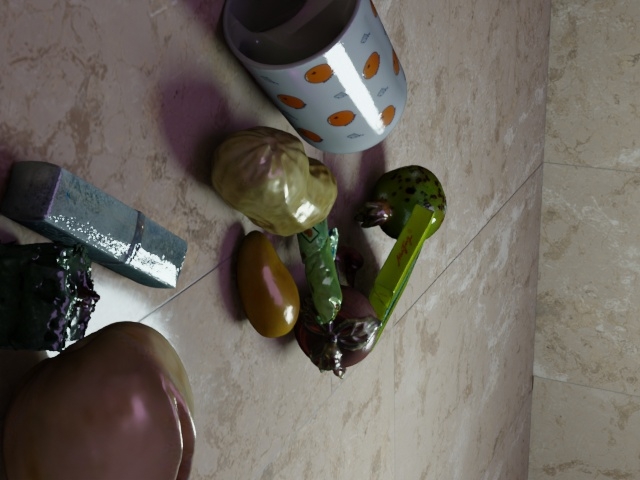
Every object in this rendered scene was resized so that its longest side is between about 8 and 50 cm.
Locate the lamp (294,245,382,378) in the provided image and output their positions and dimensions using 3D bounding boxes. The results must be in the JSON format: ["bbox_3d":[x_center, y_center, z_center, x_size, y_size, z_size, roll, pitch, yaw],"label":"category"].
[{"bbox_3d":[0.023,0.131,1.858,0.223,0.151,0.215,-120,-153,-70],"label":"lamp"}]

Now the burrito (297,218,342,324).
[{"bbox_3d":[0.000,0.000,1.768,0.104,0.054,0.288,2,77,-65],"label":"burrito"}]

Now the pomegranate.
[{"bbox_3d":[0.160,-0.070,2.070,0.205,0.159,0.159,-17,116,-36],"label":"pomegranate"}]

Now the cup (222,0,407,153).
[{"bbox_3d":[0.009,-0.274,1.591,0.317,0.212,0.212,50,54,-59],"label":"cup"}]

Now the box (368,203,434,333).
[{"bbox_3d":[0.141,0.082,2.013,0.187,0.047,0.335,-59,171,-25],"label":"box"}]

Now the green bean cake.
[{"bbox_3d":[-0.295,0.052,1.080,0.208,0.193,0.107,0,93,-66],"label":"green bean cake"}]

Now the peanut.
[{"bbox_3d":[-0.065,-0.088,1.583,0.305,0.147,0.147,39,63,-64],"label":"peanut"}]

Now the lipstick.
[{"bbox_3d":[-0.266,-0.013,1.248,0.289,0.077,0.076,36,65,-62],"label":"lipstick"}]

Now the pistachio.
[{"bbox_3d":[-0.246,0.229,1.196,0.230,0.230,0.309,-41,142,-55],"label":"pistachio"}]

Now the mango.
[{"bbox_3d":[-0.086,0.074,1.655,0.102,0.085,0.184,-50,136,-49],"label":"mango"}]
